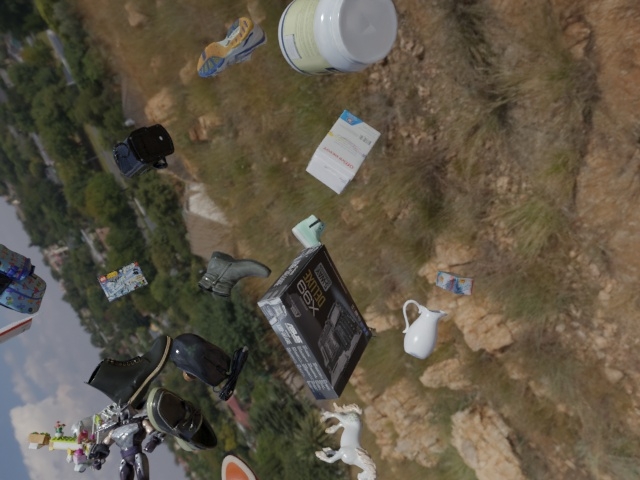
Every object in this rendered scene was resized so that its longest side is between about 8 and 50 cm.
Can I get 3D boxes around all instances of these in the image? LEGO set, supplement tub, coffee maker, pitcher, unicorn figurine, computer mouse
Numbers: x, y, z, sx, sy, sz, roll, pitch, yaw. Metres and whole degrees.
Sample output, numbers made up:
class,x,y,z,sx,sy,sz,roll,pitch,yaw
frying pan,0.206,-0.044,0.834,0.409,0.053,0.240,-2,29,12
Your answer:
class,x,y,z,sx,sy,sz,roll,pitch,yaw
LEGO set,-0.668,0.528,1.368,0.286,0.132,0.107,2,87,35
supplement tub,0.045,-0.606,1.459,0.324,0.235,0.236,24,139,56
coffee maker,-0.542,-0.260,1.472,0.178,0.171,0.120,-14,82,52
pitcher,0.396,0.358,2.042,0.177,0.207,0.125,22,-179,9
unicorn figurine,0.052,0.374,0.916,0.111,0.162,0.060,-9,151,20
computer mouse,-0.357,0.389,1.633,0.272,0.189,0.072,36,153,-28

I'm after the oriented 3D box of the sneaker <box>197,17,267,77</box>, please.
class,x,y,z,sx,sy,sz,roll,pitch,yaw
sneaker,-0.316,-0.668,1.816,0.296,0.130,0.112,-24,74,32

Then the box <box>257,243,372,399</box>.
class,x,y,z,sx,sy,sz,roll,pitch,yaw
box,-0.002,0.201,1.268,0.076,0.242,0.308,-16,111,35

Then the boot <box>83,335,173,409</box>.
class,x,y,z,sx,sy,sz,roll,pitch,yaw
boot,-0.465,0.298,1.237,0.137,0.198,0.076,42,145,-26

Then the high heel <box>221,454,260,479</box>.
class,x,y,z,sx,sy,sz,roll,pitch,yaw
high heel,-0.201,0.892,1.693,0.377,0.127,0.181,55,-178,25

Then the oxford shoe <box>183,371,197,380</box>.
class,x,y,z,sx,sy,sz,roll,pitch,yaw
oxford shoe,-0.544,0.554,2.106,0.076,0.076,0.212,44,177,-4

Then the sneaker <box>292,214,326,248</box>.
class,x,y,z,sx,sy,sz,roll,pitch,yaw
sneaker,0.000,0.000,2.384,0.256,0.151,0.094,52,169,-14

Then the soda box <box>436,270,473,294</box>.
class,x,y,z,sx,sy,sz,roll,pitch,yaw
soda box,0.475,0.149,1.789,0.183,0.062,0.058,-157,74,-81

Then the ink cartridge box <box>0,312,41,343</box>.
class,x,y,z,sx,sy,sz,roll,pitch,yaw
ink cartridge box,-1.142,0.342,1.843,0.224,0.181,0.056,-16,101,30

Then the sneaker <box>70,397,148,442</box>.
class,x,y,z,sx,sy,sz,roll,pitch,yaw
sneaker,-0.734,0.617,1.768,0.111,0.297,0.129,36,105,23

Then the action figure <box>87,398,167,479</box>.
class,x,y,z,sx,sy,sz,roll,pitch,yaw
action figure,-0.422,0.497,1.131,0.099,0.185,0.285,30,-139,-67

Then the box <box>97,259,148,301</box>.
class,x,y,z,sx,sy,sz,roll,pitch,yaw
box,-0.680,0.140,1.734,0.094,0.136,0.027,62,156,4

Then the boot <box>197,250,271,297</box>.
class,x,y,z,sx,sy,sz,roll,pitch,yaw
boot,-0.316,0.146,1.860,0.246,0.161,0.083,13,150,4

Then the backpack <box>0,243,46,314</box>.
class,x,y,z,sx,sy,sz,roll,pitch,yaw
backpack,-0.779,0.105,1.280,0.173,0.117,0.158,37,177,-25

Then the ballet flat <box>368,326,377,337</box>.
class,x,y,z,sx,sy,sz,roll,pitch,yaw
ballet flat,0.205,0.422,2.319,0.057,0.168,0.053,-9,75,35

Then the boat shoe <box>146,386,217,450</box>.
class,x,y,z,sx,sy,sz,roll,pitch,yaw
boat shoe,-0.272,0.363,1.020,0.073,0.080,0.224,-3,136,15

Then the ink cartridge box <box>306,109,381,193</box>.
class,x,y,z,sx,sy,sz,roll,pitch,yaw
ink cartridge box,0.086,-0.337,1.935,0.171,0.233,0.168,35,153,-1
